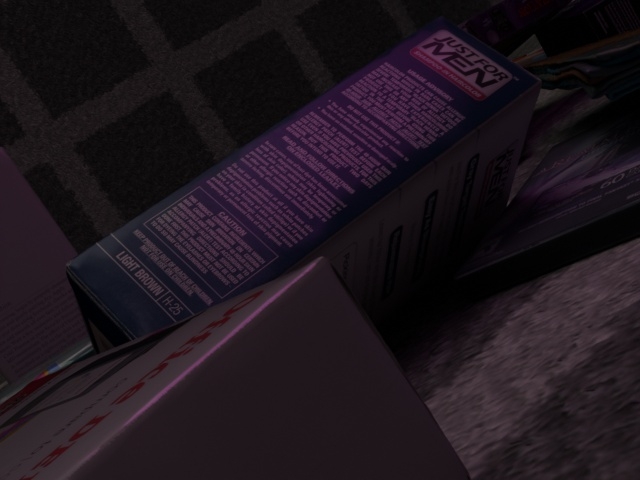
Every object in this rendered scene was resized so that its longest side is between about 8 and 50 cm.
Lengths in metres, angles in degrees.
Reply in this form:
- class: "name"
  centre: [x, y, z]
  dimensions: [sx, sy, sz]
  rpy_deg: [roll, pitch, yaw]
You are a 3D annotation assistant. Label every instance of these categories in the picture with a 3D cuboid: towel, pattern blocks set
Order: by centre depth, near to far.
- class: "towel"
  centre: [0.334, -0.184, 0.828]
  dimensions: [0.271, 0.040, 0.370]
  rpy_deg: [-17, 8, 7]
- class: "pattern blocks set"
  centre: [0.407, -0.316, 1.475]
  dimensions: [0.325, 0.026, 0.285]
  rpy_deg: [-28, 8, -26]

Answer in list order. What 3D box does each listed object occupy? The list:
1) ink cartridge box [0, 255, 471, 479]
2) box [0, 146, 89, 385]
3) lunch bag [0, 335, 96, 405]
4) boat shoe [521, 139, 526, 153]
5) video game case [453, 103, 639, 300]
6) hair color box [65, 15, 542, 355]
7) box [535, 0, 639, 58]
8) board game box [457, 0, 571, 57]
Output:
- class: "ink cartridge box"
  centre: [-0.117, 0.148, 0.429]
  dimensions: [0.306, 0.131, 0.226]
  rpy_deg: [-27, 10, 45]
- class: "box"
  centre: [-0.410, 0.070, 1.277]
  dimensions: [0.168, 0.345, 0.215]
  rpy_deg: [-35, 7, -17]
- class: "lunch bag"
  centre: [-0.223, 0.155, 0.886]
  dimensions: [0.279, 0.108, 0.224]
  rpy_deg: [-33, 5, -7]
- class: "boat shoe"
  centre: [0.084, -0.068, 1.045]
  dimensions: [0.305, 0.091, 0.109]
  rpy_deg: [-30, -26, 10]
- class: "video game case"
  centre: [0.228, -0.057, 0.698]
  dimensions: [0.196, 0.026, 0.274]
  rpy_deg: [-27, 11, 37]
- class: "hair color box"
  centre: [0.000, 0.000, 0.676]
  dimensions: [0.347, 0.105, 0.174]
  rpy_deg: [-36, -28, -25]
- class: "box"
  centre: [0.399, -0.289, 1.179]
  dimensions: [0.184, 0.103, 0.261]
  rpy_deg: [-30, 8, 4]
- class: "board game box"
  centre: [0.152, -0.210, 1.144]
  dimensions: [0.347, 0.056, 0.208]
  rpy_deg: [-34, 1, -34]
